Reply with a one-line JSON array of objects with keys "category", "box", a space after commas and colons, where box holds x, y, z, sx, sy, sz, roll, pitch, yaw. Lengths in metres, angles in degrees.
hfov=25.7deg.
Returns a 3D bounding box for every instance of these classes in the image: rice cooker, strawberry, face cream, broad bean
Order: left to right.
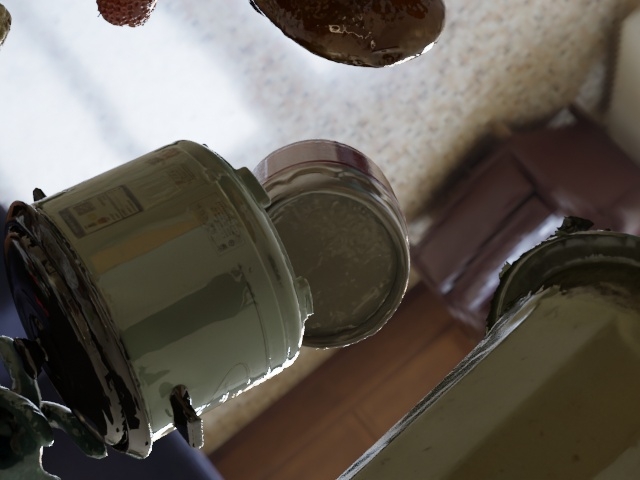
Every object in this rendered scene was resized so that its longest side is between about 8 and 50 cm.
[{"category": "strawberry", "box": [-0.217, -0.279, 1.612, 0.073, 0.073, 0.083, -28, -164, -36]}, {"category": "rice cooker", "box": [-0.153, 0.051, 1.198, 0.227, 0.280, 0.241, -27, 150, -22]}, {"category": "face cream", "box": [0.000, 0.000, 1.410, 0.175, 0.175, 0.195, -43, -166, 8]}, {"category": "broad bean", "box": [0.018, -0.187, 1.083, 0.114, 0.165, 0.084, -44, 153, -17]}]

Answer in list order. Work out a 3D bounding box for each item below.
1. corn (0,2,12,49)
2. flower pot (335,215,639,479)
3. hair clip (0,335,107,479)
[{"category": "corn", "box": [-0.474, -0.277, 1.499, 0.319, 0.097, 0.097, 22, 120, -39]}, {"category": "flower pot", "box": [0.135, 0.169, 0.806, 0.259, 0.290, 0.290, -34, 162, -32]}, {"category": "hair clip", "box": [-0.382, 0.190, 1.201, 0.318, 0.392, 0.238, 28, 101, -43]}]
